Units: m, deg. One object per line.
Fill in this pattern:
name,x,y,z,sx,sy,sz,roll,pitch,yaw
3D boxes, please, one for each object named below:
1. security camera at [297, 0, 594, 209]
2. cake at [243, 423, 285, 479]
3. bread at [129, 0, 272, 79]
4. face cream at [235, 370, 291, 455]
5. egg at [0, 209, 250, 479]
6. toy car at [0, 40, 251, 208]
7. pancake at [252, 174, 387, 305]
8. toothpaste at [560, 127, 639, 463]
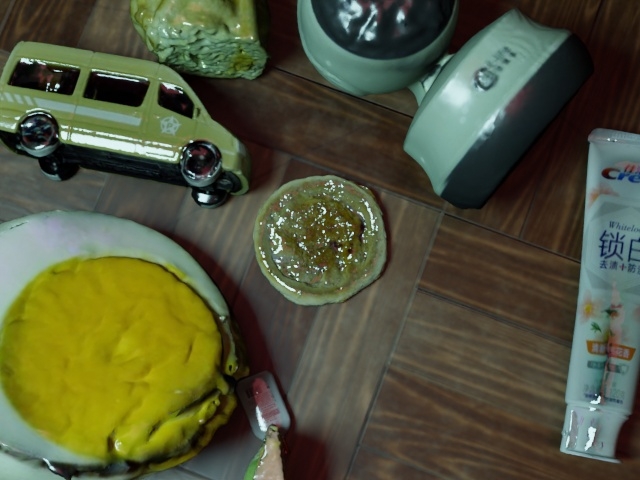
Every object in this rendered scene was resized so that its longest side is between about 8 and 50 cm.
security camera,0.100,-0.182,1.046,0.277,0.191,0.197,40,84,7
cake,-0.044,0.282,0.996,0.090,0.109,0.225,14,88,1
bread,-0.128,-0.298,1.088,0.130,0.152,0.267,-13,79,20
face cream,-0.051,0.171,1.068,0.040,0.021,0.083,-22,81,-4
egg,-0.223,0.117,1.011,0.286,0.174,0.264,-15,65,-29
toy car,-0.188,-0.117,1.079,0.257,0.101,0.124,10,77,3
pancake,0.000,0.000,1.097,0.139,0.022,0.139,0,81,0
toothpaste,0.289,0.051,1.064,0.100,0.066,0.323,9,81,12
